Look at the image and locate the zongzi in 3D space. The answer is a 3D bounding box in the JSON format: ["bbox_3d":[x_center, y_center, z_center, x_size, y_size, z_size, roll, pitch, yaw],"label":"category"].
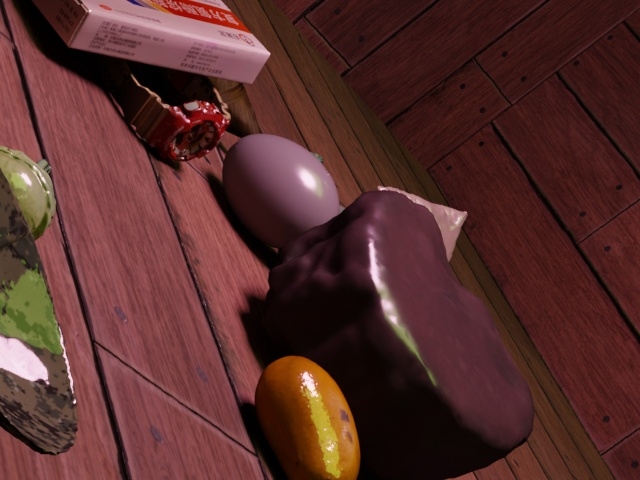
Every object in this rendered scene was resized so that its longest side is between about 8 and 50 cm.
[{"bbox_3d":[-0.176,-0.231,2.167,0.242,0.112,0.221,54,9,-1],"label":"zongzi"}]

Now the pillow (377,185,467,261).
[{"bbox_3d":[0.104,0.049,2.040,0.173,0.270,0.067,27,-12,-30],"label":"pillow"}]

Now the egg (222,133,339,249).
[{"bbox_3d":[-0.060,-0.072,2.046,0.199,0.146,0.146,49,9,16],"label":"egg"}]

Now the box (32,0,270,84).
[{"bbox_3d":[-0.251,-0.321,1.931,0.353,0.069,0.214,3,39,-50],"label":"box"}]

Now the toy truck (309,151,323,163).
[{"bbox_3d":[-0.041,-0.110,2.486,0.078,0.080,0.154,23,16,-8],"label":"toy truck"}]

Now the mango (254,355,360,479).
[{"bbox_3d":[-0.010,0.208,1.524,0.115,0.090,0.178,19,38,-54],"label":"mango"}]

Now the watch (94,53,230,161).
[{"bbox_3d":[-0.226,-0.227,1.962,0.165,0.102,0.268,15,38,-41],"label":"watch"}]

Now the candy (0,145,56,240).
[{"bbox_3d":[-0.281,-0.053,1.312,0.335,0.093,0.092,-115,-151,-80],"label":"candy"}]

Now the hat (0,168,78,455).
[{"bbox_3d":[-0.263,0.036,0.907,0.265,0.128,0.266,-23,90,-82],"label":"hat"}]

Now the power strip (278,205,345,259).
[{"bbox_3d":[0.000,0.000,2.137,0.215,0.061,0.145,27,37,37],"label":"power strip"}]

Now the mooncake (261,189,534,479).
[{"bbox_3d":[0.087,0.131,1.802,0.350,0.212,0.381,25,39,-60],"label":"mooncake"}]
